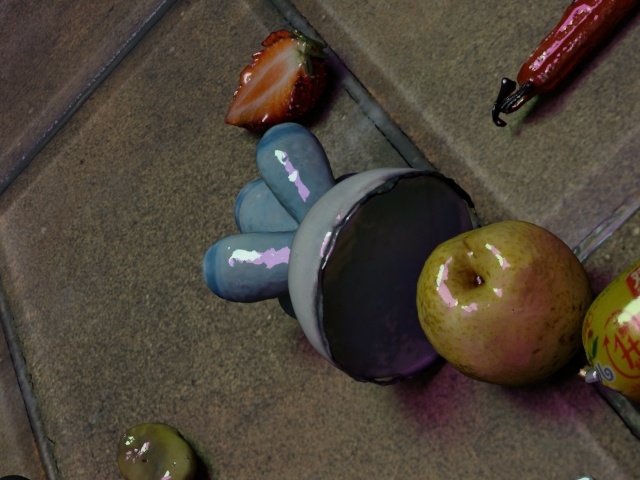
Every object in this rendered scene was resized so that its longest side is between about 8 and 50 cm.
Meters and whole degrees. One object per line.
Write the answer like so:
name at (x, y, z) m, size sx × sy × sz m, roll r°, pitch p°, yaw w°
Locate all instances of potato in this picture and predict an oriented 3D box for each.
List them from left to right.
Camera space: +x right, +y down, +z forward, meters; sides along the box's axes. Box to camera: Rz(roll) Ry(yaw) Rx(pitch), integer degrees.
potato at (-0.196, 0.276, 1.385) m, size 0.092 × 0.070 × 0.138 m, roll -53°, pitch 43°, yaw 0°

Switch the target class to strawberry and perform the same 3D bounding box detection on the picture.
strawberry at (-0.057, -0.206, 1.566) m, size 0.187 × 0.082 × 0.147 m, roll -35°, pitch 39°, yaw 30°

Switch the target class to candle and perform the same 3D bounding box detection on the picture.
candle at (0.295, -0.248, 1.284) m, size 0.302 × 0.059 × 0.084 m, roll -48°, pitch 30°, yaw 5°

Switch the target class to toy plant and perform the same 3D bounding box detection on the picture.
toy plant at (0.000, 0.000, 1.282) m, size 0.332 × 0.247 × 0.247 m, roll 24°, pitch 81°, yaw 52°

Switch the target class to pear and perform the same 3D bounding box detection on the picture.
pear at (0.176, 0.058, 1.113) m, size 0.178 × 0.178 × 0.178 m, roll -23°, pitch 51°, yaw 31°

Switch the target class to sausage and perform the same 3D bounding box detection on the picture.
sausage at (0.368, 0.024, 0.990) m, size 0.347 × 0.123 × 0.123 m, roll -41°, pitch 43°, yaw 16°

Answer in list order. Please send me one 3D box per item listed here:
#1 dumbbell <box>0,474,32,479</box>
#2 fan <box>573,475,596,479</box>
dumbbell at (-0.355, 0.369, 1.449) m, size 0.191 × 0.100 × 0.100 m, roll 7°, pitch 69°, yaw 46°
fan at (0.301, 0.290, 0.955) m, size 0.057 × 0.023 × 0.282 m, roll -48°, pitch 41°, yaw -5°
